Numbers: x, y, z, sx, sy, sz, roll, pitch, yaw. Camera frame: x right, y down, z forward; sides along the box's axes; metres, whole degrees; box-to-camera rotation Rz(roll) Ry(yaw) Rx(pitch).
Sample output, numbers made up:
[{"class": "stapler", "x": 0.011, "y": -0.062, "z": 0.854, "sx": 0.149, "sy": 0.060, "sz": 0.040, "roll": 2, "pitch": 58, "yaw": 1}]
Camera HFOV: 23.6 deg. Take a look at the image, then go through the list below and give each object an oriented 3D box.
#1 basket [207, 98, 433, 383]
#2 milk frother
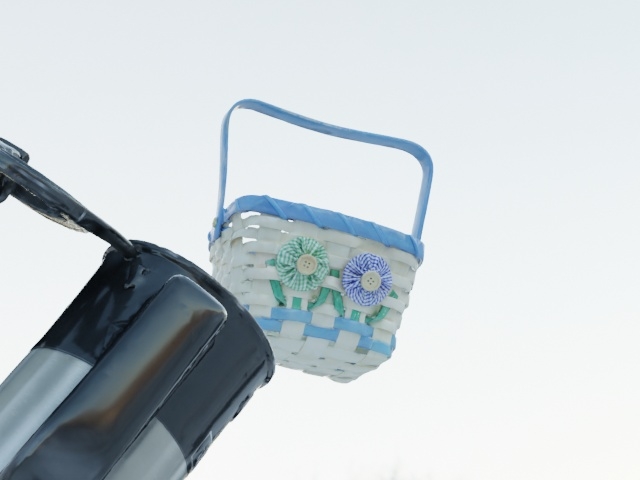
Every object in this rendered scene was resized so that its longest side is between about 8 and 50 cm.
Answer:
[{"class": "basket", "x": 0.000, "y": 0.000, "z": 1.711, "sx": 0.255, "sy": 0.289, "sz": 0.201, "roll": 12, "pitch": -24, "yaw": -17}, {"class": "milk frother", "x": -0.111, "y": 0.048, "z": 0.566, "sx": 0.134, "sy": 0.143, "sz": 0.129, "roll": -52, "pitch": -16, "yaw": -29}]
